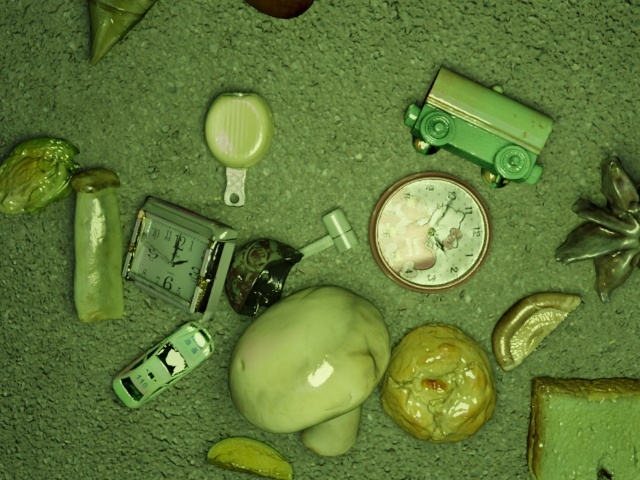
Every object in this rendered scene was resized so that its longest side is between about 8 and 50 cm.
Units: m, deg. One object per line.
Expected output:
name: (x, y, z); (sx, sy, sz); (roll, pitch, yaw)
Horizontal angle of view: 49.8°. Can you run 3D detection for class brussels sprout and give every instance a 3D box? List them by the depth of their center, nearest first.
brussels sprout: (-0.566, -0.126, 1.374); (0.181, 0.100, 0.139); (-43, 82, 8)

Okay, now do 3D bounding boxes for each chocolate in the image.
chocolate: (-0.080, -0.493, 1.279); (0.177, 0.177, 0.176); (0, 96, 3)

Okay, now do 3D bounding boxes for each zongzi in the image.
zongzi: (-0.430, -0.513, 1.314); (0.274, 0.125, 0.251); (-43, 93, 12)

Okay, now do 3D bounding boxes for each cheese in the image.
cheese: (-0.163, -0.177, 1.362); (0.137, 0.064, 0.227); (4, 95, 6)

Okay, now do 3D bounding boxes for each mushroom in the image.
mushroom: (-0.033, 0.232, 1.301); (0.315, 0.356, 0.315); (10, 56, -15)
mushroom: (0.414, 0.163, 1.363); (0.094, 0.072, 0.210); (44, 93, -4)
mushroom: (-0.448, 0.011, 1.382); (0.100, 0.081, 0.312); (-5, 101, -33)

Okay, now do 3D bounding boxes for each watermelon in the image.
watermelon: (-0.149, 0.464, 1.418); (0.182, 0.092, 0.075); (14, 110, -7)

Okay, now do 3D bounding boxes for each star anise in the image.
star anise: (0.603, -0.010, 1.320); (0.316, 0.139, 0.359); (-21, 110, 12)

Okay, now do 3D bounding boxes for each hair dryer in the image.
hair dryer: (0.000, 0.000, 1.385); (0.137, 0.047, 0.082); (-28, 93, 13)

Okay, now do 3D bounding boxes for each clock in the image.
clock: (-0.274, 0.031, 1.345); (0.253, 0.083, 0.186); (22, 98, 34)
clock: (0.216, -0.015, 1.364); (0.245, 0.056, 0.244); (0, 94, 3)

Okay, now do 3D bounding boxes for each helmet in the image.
helmet: (-0.127, 0.060, 1.340); (0.107, 0.177, 0.153); (40, 116, 19)

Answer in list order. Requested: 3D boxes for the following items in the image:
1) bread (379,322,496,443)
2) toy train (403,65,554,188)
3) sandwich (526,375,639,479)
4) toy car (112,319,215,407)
bread: (0.235, 0.292, 1.357); (0.245, 0.134, 0.244); (0, 95, 6)
toy train: (0.306, -0.217, 1.319); (0.286, 0.116, 0.177); (25, 84, 1)
sandwich: (0.551, 0.392, 1.371); (0.274, 0.095, 0.248); (0, 99, 2)
toy car: (-0.321, 0.255, 1.409); (0.224, 0.076, 0.090); (-36, 92, 6)
